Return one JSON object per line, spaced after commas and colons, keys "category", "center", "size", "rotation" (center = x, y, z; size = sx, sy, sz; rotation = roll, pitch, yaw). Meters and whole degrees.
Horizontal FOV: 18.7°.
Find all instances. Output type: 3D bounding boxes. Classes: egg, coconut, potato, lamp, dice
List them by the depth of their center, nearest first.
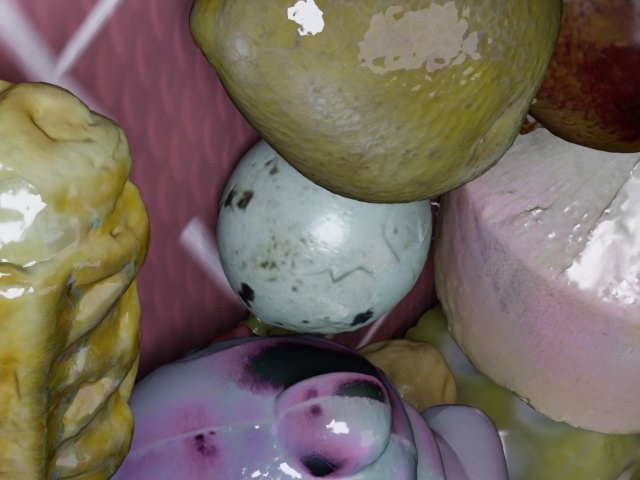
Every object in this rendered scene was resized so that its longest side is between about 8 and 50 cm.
{"category": "potato", "center": [0.029, -0.110, 1.012], "size": [0.251, 0.159, 0.174], "rotation": [17, 88, -50]}
{"category": "egg", "center": [0.000, 0.000, 1.172], "size": [0.131, 0.131, 0.164], "rotation": [-44, 164, -29]}
{"category": "lamp", "center": [-0.011, 0.187, 1.226], "size": [0.301, 0.247, 0.247], "rotation": [33, 47, -52]}
{"category": "coconut", "center": [0.239, -0.033, 1.493], "size": [0.297, 0.297, 0.309], "rotation": [-44, 160, -31]}
{"category": "dice", "center": [0.139, 0.208, 1.726], "size": [0.238, 0.227, 0.233], "rotation": [-50, 159, -10]}

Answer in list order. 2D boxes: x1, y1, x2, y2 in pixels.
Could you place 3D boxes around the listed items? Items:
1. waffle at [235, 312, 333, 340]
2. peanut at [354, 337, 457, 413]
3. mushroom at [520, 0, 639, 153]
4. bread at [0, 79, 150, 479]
{"category": "waffle", "center": [-0.037, 0.087, 1.377], "size": [0.183, 0.036, 0.169], "rotation": [-53, 163, -6]}
{"category": "peanut", "center": [0.005, 0.218, 1.546], "size": [0.319, 0.147, 0.147], "rotation": [-57, 162, 13]}
{"category": "mushroom", "center": [0.223, -0.210, 1.228], "size": [0.345, 0.239, 0.345], "rotation": [15, 90, -80]}
{"category": "bread", "center": [-0.152, 0.038, 0.870], "size": [0.152, 0.130, 0.267], "rotation": [-33, 153, -30]}
